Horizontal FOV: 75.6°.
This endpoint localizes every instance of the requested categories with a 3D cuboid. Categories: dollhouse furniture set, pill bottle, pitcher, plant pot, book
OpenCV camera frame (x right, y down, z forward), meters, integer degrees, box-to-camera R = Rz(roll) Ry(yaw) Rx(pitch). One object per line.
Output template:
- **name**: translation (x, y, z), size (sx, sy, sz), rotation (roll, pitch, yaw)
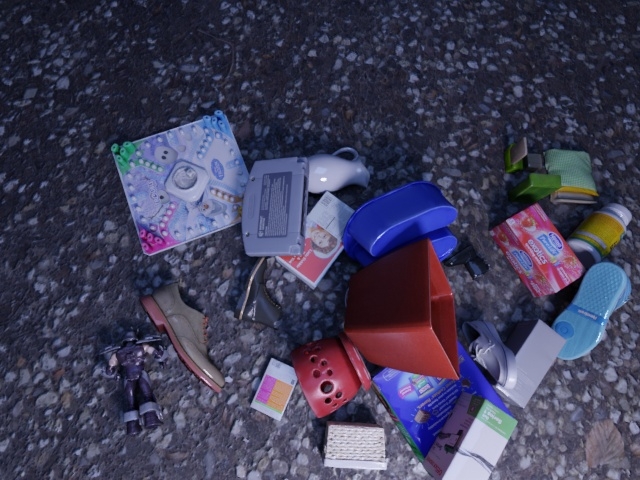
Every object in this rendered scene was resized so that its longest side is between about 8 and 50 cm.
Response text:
- **dollhouse furniture set**: translation (0.780, -0.231, 1.336), size (0.301, 0.151, 0.198), rotation (3, 75, -2)
- **pill bottle**: translation (0.877, -0.020, 1.303), size (0.208, 0.117, 0.117), rotation (-42, 81, -12)
- **pitcher**: translation (0.036, -0.233, 1.330), size (0.207, 0.126, 0.178), rotation (-5, 51, -11)
- **plant pot**: translation (0.030, 0.353, 1.124), size (0.174, 0.191, 0.191), rotation (-27, 78, -4)
- **book**: translation (-0.128, 0.425, 1.186), size (0.096, 0.035, 0.144), rotation (23, 75, 7)
- **plant pot**: translation (0.209, 0.194, 1.085), size (0.235, 0.267, 0.268), rotation (-13, 43, 25)

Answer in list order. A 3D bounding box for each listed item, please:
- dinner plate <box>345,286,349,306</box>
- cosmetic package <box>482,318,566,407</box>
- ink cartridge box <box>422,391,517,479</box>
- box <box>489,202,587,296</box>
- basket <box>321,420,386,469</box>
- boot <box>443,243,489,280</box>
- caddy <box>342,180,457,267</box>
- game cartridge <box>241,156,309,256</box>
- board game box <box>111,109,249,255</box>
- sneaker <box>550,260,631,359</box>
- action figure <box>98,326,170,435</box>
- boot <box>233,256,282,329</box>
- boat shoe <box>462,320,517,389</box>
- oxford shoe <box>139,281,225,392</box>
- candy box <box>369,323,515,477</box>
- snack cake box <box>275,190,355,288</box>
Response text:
- **dinner plate**: translation (0.144, 0.185, 1.268), size (0.141, 0.017, 0.141), rotation (1, 76, -2)
- **cosmetic package**: translation (0.579, 0.350, 1.190), size (0.107, 0.127, 0.238), rotation (36, 75, 7)
- **ink cartridge box**: translation (0.354, 0.495, 0.998), size (0.092, 0.160, 0.219), rotation (34, 77, 7)
- **box**: translation (0.666, 0.031, 1.277), size (0.128, 0.123, 0.257), rotation (-28, 78, -10)
- **basket**: translation (0.091, 0.554, 1.123), size (0.167, 0.113, 0.103), rotation (5, 71, -1)
- **boot**: translation (0.461, 0.079, 1.298), size (0.121, 0.045, 0.099), rotation (-30, 81, -11)
- **caddy**: translation (0.235, -0.031, 1.214), size (0.341, 0.241, 0.179), rotation (-23, 42, -8)
- **game cartridge**: translation (-0.137, -0.099, 1.227), size (0.197, 0.062, 0.298), rotation (-2, 75, 24)
- **board game box**: translation (-0.433, -0.197, 1.324), size (0.389, 0.050, 0.390), rotation (-21, 78, -8)
- **sneaker**: translation (0.823, 0.215, 1.242), size (0.127, 0.208, 0.319), rotation (39, 113, 40)
- **action figure**: translation (-0.514, 0.382, 1.151), size (0.185, 0.099, 0.285), rotation (-16, 73, 1)
- **boot**: translation (-0.161, 0.159, 1.240), size (0.136, 0.077, 0.198), rotation (21, 89, -2)
- **boat shoe**: translation (0.458, 0.303, 1.140), size (0.088, 0.268, 0.096), rotation (6, 115, 2)
- **oxford shoe**: translation (-0.363, 0.270, 1.173), size (0.130, 0.123, 0.348), rotation (-36, 87, -28)
- **candy box**: translation (0.328, 0.444, 1.156), size (0.268, 0.122, 0.317), rotation (-32, 78, -11)
- **snack cake box**: translation (0.000, 0.000, 1.273), size (0.152, 0.089, 0.264), rotation (37, 77, 5)
